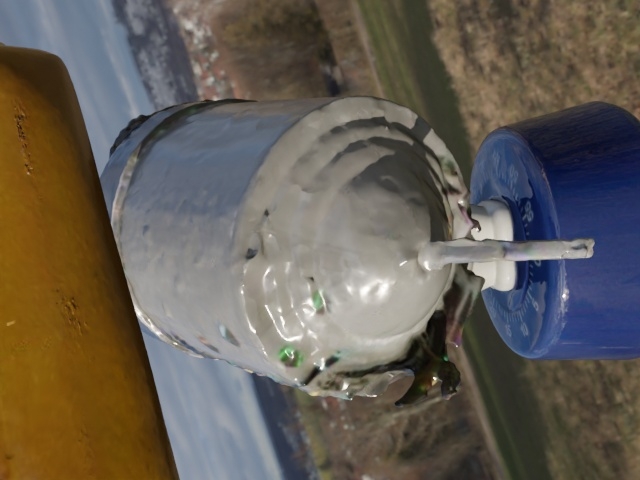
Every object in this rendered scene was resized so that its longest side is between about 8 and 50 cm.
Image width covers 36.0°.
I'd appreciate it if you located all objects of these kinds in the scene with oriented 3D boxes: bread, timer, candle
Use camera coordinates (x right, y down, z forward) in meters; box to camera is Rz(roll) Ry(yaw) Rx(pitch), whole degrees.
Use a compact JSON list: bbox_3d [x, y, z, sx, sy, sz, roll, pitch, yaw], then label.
[{"bbox_3d":[-0.108,0.038,0.342,0.074,0.093,0.239,142,113,-72],"label":"bread"},{"bbox_3d":[0.133,0.013,0.998,0.270,0.384,0.270,172,90,-81],"label":"timer"},{"bbox_3d":[0.000,0.000,0.605,0.330,0.187,0.187,8,120,53],"label":"candle"}]
